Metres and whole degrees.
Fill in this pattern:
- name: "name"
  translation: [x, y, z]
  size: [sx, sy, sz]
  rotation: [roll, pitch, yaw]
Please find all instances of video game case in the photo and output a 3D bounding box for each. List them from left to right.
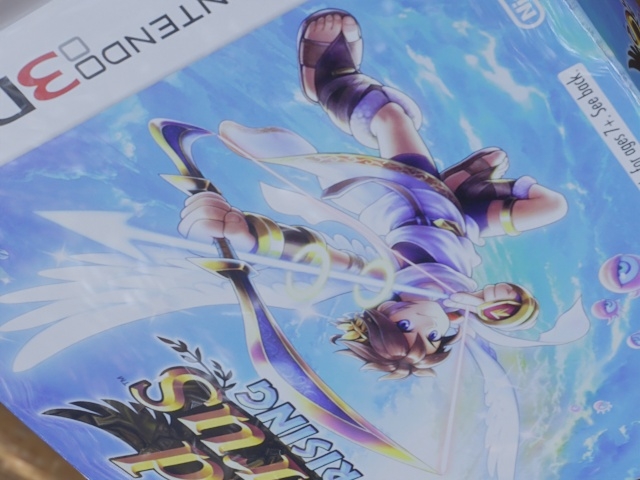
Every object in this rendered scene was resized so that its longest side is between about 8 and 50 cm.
- name: "video game case"
  translation: [0.000, 0.000, 0.562]
  size: [0.244, 0.061, 0.269]
  rotation: [-25, 126, 25]
